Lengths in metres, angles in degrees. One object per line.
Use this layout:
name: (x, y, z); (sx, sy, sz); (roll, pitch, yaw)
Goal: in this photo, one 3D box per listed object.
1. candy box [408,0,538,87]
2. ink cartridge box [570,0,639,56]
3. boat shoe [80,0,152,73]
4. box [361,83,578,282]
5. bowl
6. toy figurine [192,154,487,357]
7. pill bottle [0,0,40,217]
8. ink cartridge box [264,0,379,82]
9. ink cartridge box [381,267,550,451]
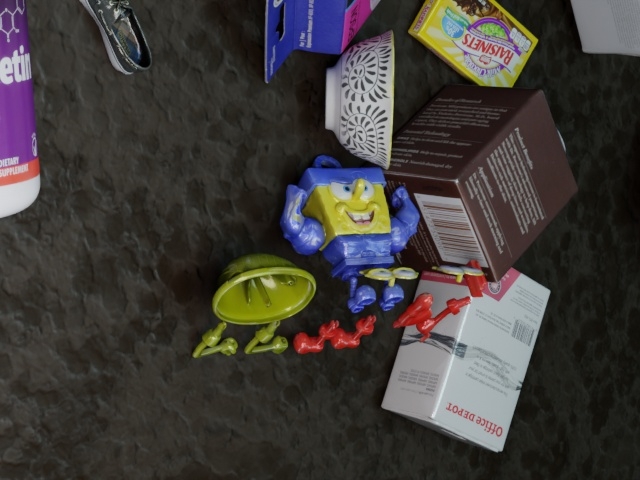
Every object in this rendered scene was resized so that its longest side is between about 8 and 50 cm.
candy box: (0.207, -0.274, 2.048); (0.206, 0.027, 0.105); (31, 90, -44)
ink cartridge box: (0.459, -0.467, 2.197); (0.272, 0.130, 0.309); (-47, 130, -33)
boat shoe: (-0.217, -0.242, 1.629); (0.049, 0.040, 0.142); (-43, 124, -32)
box: (0.194, -0.077, 1.981); (0.203, 0.167, 0.168); (-45, 125, -31)
bowl: (0.046, -0.171, 1.857); (0.080, 0.170, 0.170); (1, 99, -1)
toy figurine: (0.000, 0.000, 1.850); (0.362, 0.191, 0.217); (-3, 61, -27)
pill bottle: (-0.357, -0.181, 1.398); (0.181, 0.181, 0.323); (-14, 106, -43)
ink cartridge box: (0.055, -0.352, 1.811); (0.371, 0.069, 0.176); (-53, 166, -23)
ink cartridge box: (0.198, 0.146, 2.068); (0.172, 0.100, 0.237); (29, 75, -44)
